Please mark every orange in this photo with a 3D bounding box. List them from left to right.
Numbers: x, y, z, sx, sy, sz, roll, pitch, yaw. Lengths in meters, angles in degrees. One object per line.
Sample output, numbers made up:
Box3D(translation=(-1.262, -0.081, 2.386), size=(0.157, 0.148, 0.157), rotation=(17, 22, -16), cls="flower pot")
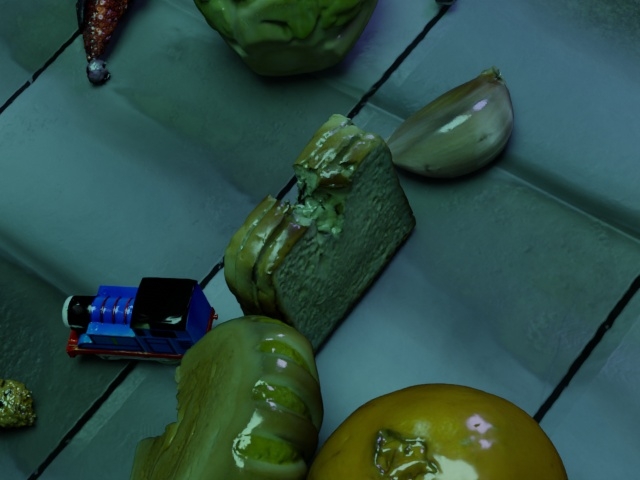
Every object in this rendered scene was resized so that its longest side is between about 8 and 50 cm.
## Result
Box3D(translation=(0.129, 0.309, 1.464), size=(0.312, 0.312, 0.312), rotation=(-6, 57, 9), cls="orange")

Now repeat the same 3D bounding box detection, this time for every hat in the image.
Box3D(translation=(-0.354, -0.357, 2.123), size=(0.140, 0.129, 0.227), rotation=(-15, 65, 54), cls="hat")

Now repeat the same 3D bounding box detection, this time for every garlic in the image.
Box3D(translation=(0.160, -0.144, 1.866), size=(0.266, 0.148, 0.128), rotation=(-23, 92, -6), cls="garlic")

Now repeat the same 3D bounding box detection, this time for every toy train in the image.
Box3D(translation=(-0.247, 0.108, 1.774), size=(0.204, 0.131, 0.083), rotation=(2, 59, 14), cls="toy train")

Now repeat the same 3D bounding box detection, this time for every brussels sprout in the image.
Box3D(translation=(-0.038, -0.415, 1.995), size=(0.328, 0.247, 0.328), rotation=(-11, 64, 23), cls="brussels sprout")

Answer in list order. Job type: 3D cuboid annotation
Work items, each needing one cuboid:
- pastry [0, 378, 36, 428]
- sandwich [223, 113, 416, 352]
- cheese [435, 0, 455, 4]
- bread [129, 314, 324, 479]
Box3D(translation=(-0.458, 0.224, 1.796), size=(0.140, 0.056, 0.080), rotation=(-10, 68, 4), cls="pastry")
Box3D(translation=(-0.001, -0.001, 1.714), size=(0.095, 0.249, 0.273), rotation=(29, 69, 27), cls="sandwich")
Box3D(translation=(0.210, -0.436, 2.059), size=(0.092, 0.047, 0.171), rotation=(-14, 56, 8), cls="cheese")
Box3D(translation=(-0.103, 0.254, 1.584), size=(0.333, 0.160, 0.333), rotation=(-46, 27, 33), cls="bread")
